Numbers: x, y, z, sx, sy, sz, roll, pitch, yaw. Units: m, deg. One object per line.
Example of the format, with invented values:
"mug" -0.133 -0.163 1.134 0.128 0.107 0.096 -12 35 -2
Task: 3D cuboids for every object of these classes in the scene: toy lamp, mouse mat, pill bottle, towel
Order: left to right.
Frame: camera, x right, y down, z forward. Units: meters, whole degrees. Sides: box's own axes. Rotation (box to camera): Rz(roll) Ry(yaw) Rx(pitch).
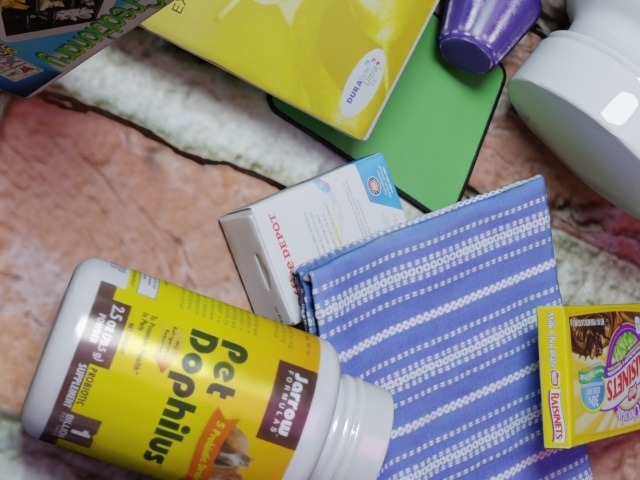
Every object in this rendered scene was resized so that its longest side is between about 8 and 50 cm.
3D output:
"pill bottle" -0.068 0.098 0.803 0.215 0.117 0.117 20 74 -11
"mouse mat" 0.057 -0.121 0.998 0.190 0.007 0.152 32 69 -25
"towel" 0.111 0.144 0.950 0.243 0.040 0.336 -20 105 -34
"toy lamp" 0.169 -0.253 1.041 0.080 0.080 0.274 39 65 -22
"pill bottle" 0.343 -0.216 1.008 0.229 0.229 0.407 43 86 -20

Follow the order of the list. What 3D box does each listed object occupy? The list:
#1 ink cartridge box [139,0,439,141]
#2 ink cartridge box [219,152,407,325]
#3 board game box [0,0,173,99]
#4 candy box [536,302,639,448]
"ink cartridge box" -0.030 -0.265 0.857 0.307 0.072 0.303 24 98 -28
"ink cartridge box" 0.000 0.000 0.922 0.122 0.052 0.088 -24 98 -33
"board game box" -0.184 -0.164 0.680 0.193 0.305 0.053 21 71 -28
"candy box" 0.224 0.102 1.016 0.206 0.027 0.105 3 86 -57
